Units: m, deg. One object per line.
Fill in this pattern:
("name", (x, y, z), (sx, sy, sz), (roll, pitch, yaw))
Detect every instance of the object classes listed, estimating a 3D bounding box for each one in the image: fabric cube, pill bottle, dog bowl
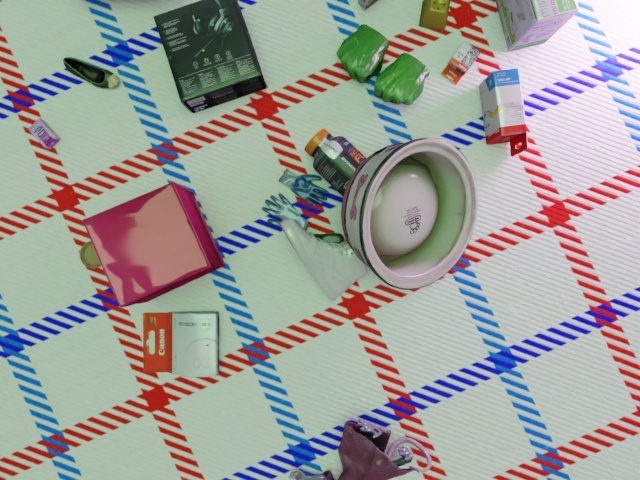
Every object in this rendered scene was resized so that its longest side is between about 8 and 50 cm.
("fabric cube", (-0.450, 0.012, 1.504), (0.258, 0.259, 0.254), (-25, 88, -2))
("pill bottle", (0.068, -0.214, 1.566), (0.245, 0.130, 0.130), (43, 90, 1))
("dog bowl", (0.235, -0.081, 1.475), (0.408, 0.150, 0.408), (-9, 108, -31))

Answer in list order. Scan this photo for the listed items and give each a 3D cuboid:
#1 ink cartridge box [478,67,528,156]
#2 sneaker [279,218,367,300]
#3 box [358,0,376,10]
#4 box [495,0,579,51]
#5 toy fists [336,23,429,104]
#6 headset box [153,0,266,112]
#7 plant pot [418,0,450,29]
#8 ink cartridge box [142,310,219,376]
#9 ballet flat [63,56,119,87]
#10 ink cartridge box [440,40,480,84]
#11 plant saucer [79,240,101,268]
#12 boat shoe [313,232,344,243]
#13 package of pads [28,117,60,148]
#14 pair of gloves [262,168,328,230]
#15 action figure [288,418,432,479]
("ink cartridge box", (0.531, -0.363, 1.563), (0.078, 0.134, 0.231), (-7, 88, -1))
("sneaker", (0.020, 0.019, 1.547), (0.169, 0.108, 0.292), (-35, 116, 1))
("box", (0.203, -0.777, 1.583), (0.207, 0.114, 0.036), (-39, 89, 0))
("box", (0.592, -0.712, 1.522), (0.126, 0.231, 0.262), (-14, 88, 0))
("toy fists", (0.178, -0.505, 1.591), (0.279, 0.096, 0.142), (37, 79, 2))
("headset box", (-0.322, -0.557, 1.574), (0.246, 0.131, 0.283), (-19, 89, 0))
("plant pot", (0.345, -0.686, 1.596), (0.081, 0.083, 0.081), (9, 89, 0))
("ink cartridge box", (-0.419, 0.308, 1.599), (0.232, 0.066, 0.189), (0, 89, -4))
("ballet flat", (-0.691, -0.502, 1.616), (0.173, 0.049, 0.057), (20, 90, 1))
("ink cartridge box", (0.422, -0.535, 1.619), (0.063, 0.029, 0.115), (37, 89, 0))
("plant saucer", (-0.683, 0.042, 1.624), (0.083, 0.015, 0.083), (0, 88, 0))
("boat shoe", (0.000, 0.000, 1.607), (0.142, 0.040, 0.049), (-9, 89, 0))
("package of pads", (-0.836, -0.322, 1.623), (0.050, 0.032, 0.083), (-42, 89, 2))
("pair of gloves", (-0.074, -0.121, 1.620), (0.159, 0.023, 0.198), (31, 90, -1))
("action figure", (0.097, 0.701, 1.559), (0.275, 0.248, 0.370), (17, 105, -41))
